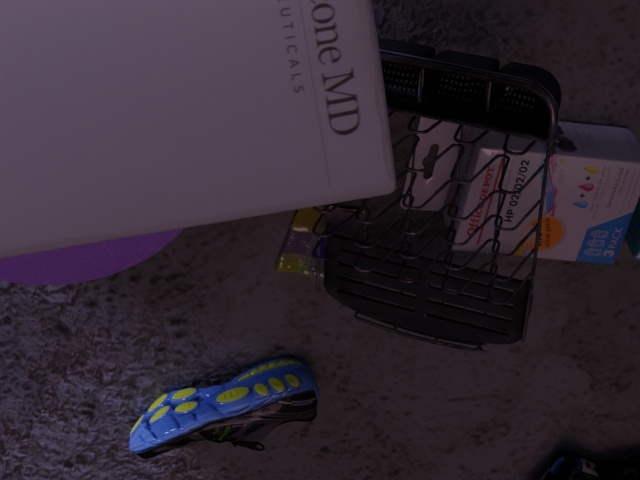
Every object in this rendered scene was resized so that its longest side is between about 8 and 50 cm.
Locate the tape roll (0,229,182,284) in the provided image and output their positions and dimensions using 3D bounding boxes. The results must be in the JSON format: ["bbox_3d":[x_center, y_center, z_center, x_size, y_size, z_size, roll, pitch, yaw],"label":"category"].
[{"bbox_3d":[-0.212,-0.100,0.915,0.274,0.090,0.275,-2,126,-3],"label":"tape roll"}]

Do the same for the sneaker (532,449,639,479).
[{"bbox_3d":[0.306,0.242,1.221,0.217,0.079,0.121,-34,124,20],"label":"sneaker"}]

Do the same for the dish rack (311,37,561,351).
[{"bbox_3d":[0.078,-0.027,0.953,0.208,0.074,0.271,15,124,20],"label":"dish rack"}]

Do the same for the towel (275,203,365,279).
[{"bbox_3d":[0.000,0.000,1.057,0.060,0.009,0.083,14,123,-16],"label":"towel"}]

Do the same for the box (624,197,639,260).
[{"bbox_3d":[0.359,-0.076,1.006,0.100,0.060,0.244,19,122,-18],"label":"box"}]

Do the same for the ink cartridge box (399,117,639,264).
[{"bbox_3d":[0.166,-0.044,1.009,0.181,0.061,0.104,5,125,-8],"label":"ink cartridge box"}]

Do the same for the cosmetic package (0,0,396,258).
[{"bbox_3d":[-0.196,-0.122,0.746,0.453,0.161,0.230,-10,126,1],"label":"cosmetic package"}]

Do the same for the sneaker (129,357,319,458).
[{"bbox_3d":[-0.090,0.171,1.138,0.188,0.067,0.078,-18,120,4],"label":"sneaker"}]
